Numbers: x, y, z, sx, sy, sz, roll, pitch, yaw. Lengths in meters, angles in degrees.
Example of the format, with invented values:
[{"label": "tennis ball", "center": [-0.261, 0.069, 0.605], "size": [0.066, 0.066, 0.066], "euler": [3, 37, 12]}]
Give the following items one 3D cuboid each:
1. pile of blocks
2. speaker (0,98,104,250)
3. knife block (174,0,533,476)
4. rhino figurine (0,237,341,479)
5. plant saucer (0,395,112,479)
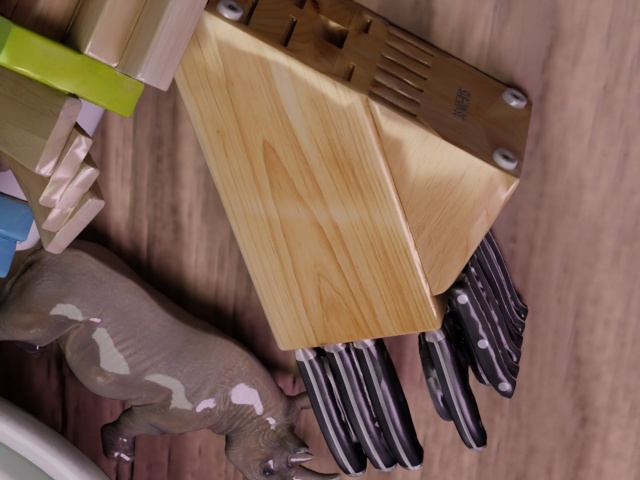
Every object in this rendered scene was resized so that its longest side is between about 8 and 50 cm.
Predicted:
[{"label": "pile of blocks", "center": [-0.199, -0.049, 0.960], "size": [0.112, 0.149, 0.362], "euler": [21, 120, -42]}, {"label": "speaker", "center": [-0.156, -0.061, 1.068], "size": [0.055, 0.055, 0.136], "euler": [27, 123, -6]}, {"label": "knife block", "center": [0.000, 0.000, 1.054], "size": [0.276, 0.088, 0.242], "euler": [28, 123, -7]}, {"label": "rhino figurine", "center": [-0.089, 0.084, 1.138], "size": [0.243, 0.073, 0.106], "euler": [33, 126, -11]}, {"label": "plant saucer", "center": [-0.253, 0.208, 1.224], "size": [0.400, 0.100, 0.400], "euler": [8, 126, 12]}]
